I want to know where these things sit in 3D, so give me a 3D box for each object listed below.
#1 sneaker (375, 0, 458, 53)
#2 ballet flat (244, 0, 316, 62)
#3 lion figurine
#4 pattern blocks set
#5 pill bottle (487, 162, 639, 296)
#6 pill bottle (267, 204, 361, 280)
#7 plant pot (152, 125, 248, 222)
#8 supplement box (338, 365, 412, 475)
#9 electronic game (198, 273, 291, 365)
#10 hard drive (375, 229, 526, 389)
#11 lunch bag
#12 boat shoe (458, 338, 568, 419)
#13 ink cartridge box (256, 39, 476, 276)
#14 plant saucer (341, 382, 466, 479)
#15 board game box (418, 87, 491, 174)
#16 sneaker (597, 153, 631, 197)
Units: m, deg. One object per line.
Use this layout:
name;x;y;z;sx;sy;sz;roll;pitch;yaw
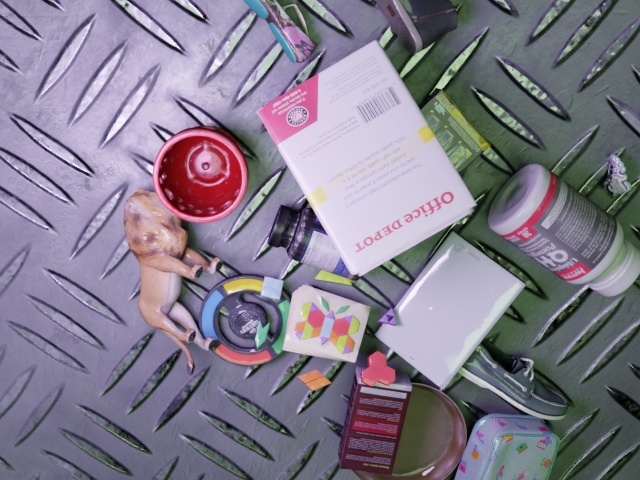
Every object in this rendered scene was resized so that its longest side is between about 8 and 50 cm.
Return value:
sneaker;0.186;-0.506;1.414;0.118;0.083;0.222;-31;99;-13
ballet flat;-0.088;-0.470;1.413;0.079;0.077;0.221;-44;109;-9
lion figurine;-0.346;0.093;1.522;0.240;0.142;0.392;22;113;22
pattern blocks set;0.015;0.195;1.555;0.324;0.026;0.286;3;77;-8
pill bottle;0.543;-0.014;1.508;0.318;0.176;0.176;33;102;-11
pill bottle;0.000;0.000;1.519;0.219;0.123;0.123;20;104;-7
plant pot;-0.242;-0.147;1.440;0.191;0.174;0.191;0;106;-1
supplement box;0.126;0.427;1.624;0.130;0.073;0.240;10;104;-5
electronic game;-0.169;0.188;1.606;0.229;0.048;0.229;-1;106;-3
hard drive;0.295;0.160;1.584;0.203;0.040;0.308;38;103;12
lunch bag;0.460;0.566;1.698;0.224;0.108;0.279;6;110;-22
boat shoe;0.464;0.323;1.636;0.319;0.116;0.099;27;107;-4
ink cartridge box;0.091;-0.153;1.391;0.279;0.160;0.385;-29;85;1
plant saucer;0.204;0.483;1.706;0.310;0.050;0.311;-1;107;-2
board game box;0.262;-0.223;1.504;0.141;0.048;0.170;-43;103;8
sneaker;0.653;-0.140;1.547;0.069;0.038;0.098;-28;105;5
